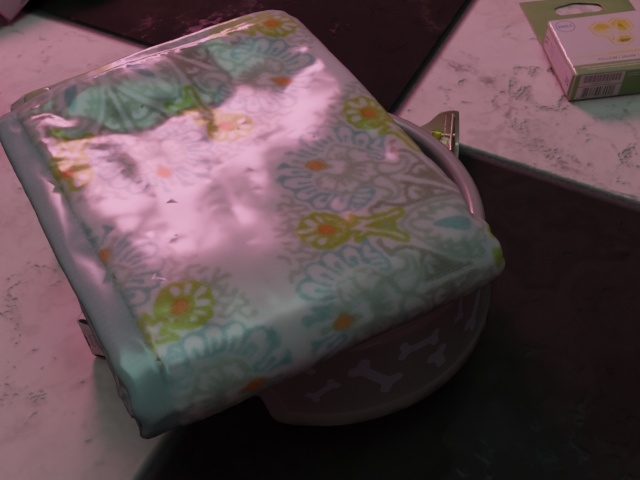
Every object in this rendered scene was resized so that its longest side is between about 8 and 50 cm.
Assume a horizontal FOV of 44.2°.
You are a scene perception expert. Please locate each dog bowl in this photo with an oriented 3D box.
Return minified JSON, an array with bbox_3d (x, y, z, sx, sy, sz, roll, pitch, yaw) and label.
[{"bbox_3d":[0.000,0.000,0.770,0.349,0.102,0.348,1,51,-1],"label":"dog bowl"}]

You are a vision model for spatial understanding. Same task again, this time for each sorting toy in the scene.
[{"bbox_3d":[0.135,-0.120,0.992,0.075,0.044,0.083,1,51,13],"label":"sorting toy"}]

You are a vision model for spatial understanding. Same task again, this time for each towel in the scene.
[{"bbox_3d":[-0.077,-0.047,0.686,0.321,0.090,0.374,-24,56,-18],"label":"towel"}]

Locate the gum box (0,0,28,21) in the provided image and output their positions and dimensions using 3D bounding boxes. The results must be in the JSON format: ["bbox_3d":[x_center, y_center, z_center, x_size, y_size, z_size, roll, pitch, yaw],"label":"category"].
[{"bbox_3d":[-0.468,-0.444,1.219,0.107,0.062,0.188,34,83,30],"label":"gum box"}]

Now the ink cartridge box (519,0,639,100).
[{"bbox_3d":[0.399,-0.299,1.121,0.171,0.056,0.235,-7,53,-3],"label":"ink cartridge box"}]

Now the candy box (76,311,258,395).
[{"bbox_3d":[-0.127,0.058,0.834,0.196,0.070,0.164,12,52,11],"label":"candy box"}]
